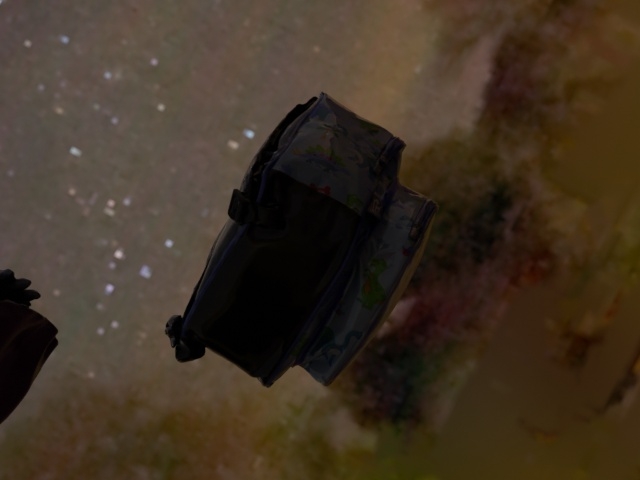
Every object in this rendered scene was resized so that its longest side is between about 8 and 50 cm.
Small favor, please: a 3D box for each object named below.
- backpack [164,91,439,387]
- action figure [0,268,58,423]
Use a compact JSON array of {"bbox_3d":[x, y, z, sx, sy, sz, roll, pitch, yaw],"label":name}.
[{"bbox_3d":[0.000,0.000,0.609,0.105,0.084,0.114,-61,3,35],"label":"backpack"},{"bbox_3d":[-0.402,0.191,1.331,0.370,0.275,0.248,-62,-32,-17],"label":"action figure"}]
